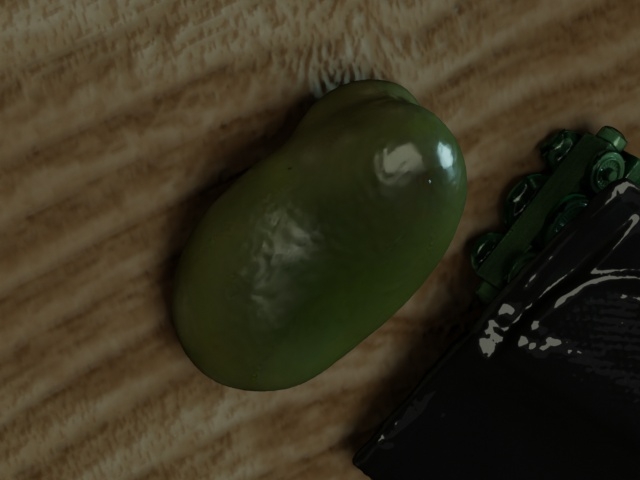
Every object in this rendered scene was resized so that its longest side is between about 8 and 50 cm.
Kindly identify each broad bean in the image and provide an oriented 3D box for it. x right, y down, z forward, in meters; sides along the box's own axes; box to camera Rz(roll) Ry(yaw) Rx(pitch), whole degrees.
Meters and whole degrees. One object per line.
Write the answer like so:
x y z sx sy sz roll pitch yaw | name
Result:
0.000 0.000 1.497 0.263 0.121 0.189 -45 129 11 | broad bean

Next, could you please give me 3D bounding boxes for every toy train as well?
0.197 -0.008 1.616 0.178 0.071 0.104 -52 132 -3 | toy train

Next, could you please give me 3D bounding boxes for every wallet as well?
0.215 0.125 1.611 0.247 0.041 0.323 35 107 -25 | wallet
